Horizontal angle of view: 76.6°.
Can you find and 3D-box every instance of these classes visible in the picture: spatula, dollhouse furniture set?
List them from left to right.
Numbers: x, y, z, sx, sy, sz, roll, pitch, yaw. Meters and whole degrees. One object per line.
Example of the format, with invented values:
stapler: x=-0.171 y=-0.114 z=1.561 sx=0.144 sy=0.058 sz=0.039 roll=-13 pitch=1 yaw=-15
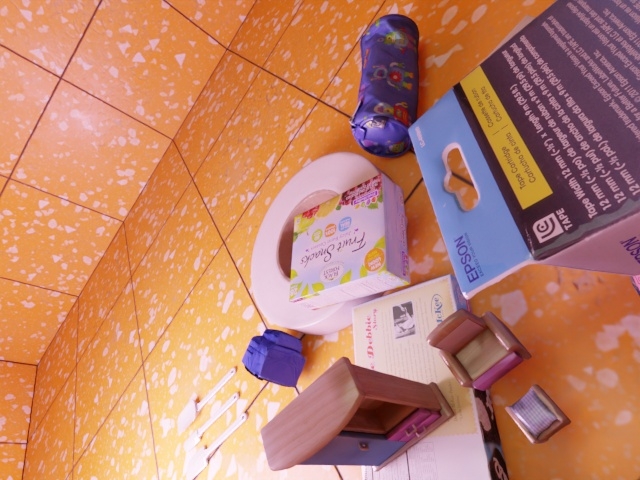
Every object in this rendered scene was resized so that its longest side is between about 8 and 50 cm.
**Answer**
spatula: x=-0.259 y=0.418 z=0.944 sx=0.242 sy=0.019 sz=0.168 roll=-49 pitch=40 yaw=18
dollhouse furniture set: x=0.127 y=0.260 z=0.373 sx=0.286 sy=0.198 sz=0.303 roll=-46 pitch=44 yaw=17

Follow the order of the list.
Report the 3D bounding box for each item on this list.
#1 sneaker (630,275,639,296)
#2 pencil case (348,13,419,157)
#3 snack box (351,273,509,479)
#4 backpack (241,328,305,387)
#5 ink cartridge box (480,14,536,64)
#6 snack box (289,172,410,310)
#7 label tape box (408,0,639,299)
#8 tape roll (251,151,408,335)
sneaker: x=0.337 y=0.078 z=0.365 sx=0.112 sy=0.131 sz=0.319 roll=137 pitch=147 yaw=-59
pencil case: x=0.134 y=-0.320 z=0.836 sx=0.119 sy=0.133 sz=0.306 roll=121 pitch=159 yaw=-65
snack box: x=0.141 y=0.226 z=0.575 sx=0.187 sy=0.060 sz=0.322 roll=-25 pitch=52 yaw=35
backpack: x=-0.093 y=0.230 z=0.808 sx=0.120 sy=0.098 sz=0.101 roll=-9 pitch=53 yaw=59
ink cartridge box: x=0.309 y=-0.195 z=0.537 sx=0.140 sy=0.082 sz=0.190 roll=-47 pitch=58 yaw=0
snack box: x=0.043 y=0.010 z=0.685 sx=0.207 sy=0.070 sz=0.175 roll=-23 pitch=53 yaw=40
label tape box: x=0.268 y=-0.113 z=0.367 sx=0.347 sy=0.115 sz=0.249 roll=-38 pitch=42 yaw=35
tape roll: x=0.000 y=0.000 z=0.850 sx=0.391 sy=0.072 sz=0.392 roll=-25 pitch=52 yaw=36
